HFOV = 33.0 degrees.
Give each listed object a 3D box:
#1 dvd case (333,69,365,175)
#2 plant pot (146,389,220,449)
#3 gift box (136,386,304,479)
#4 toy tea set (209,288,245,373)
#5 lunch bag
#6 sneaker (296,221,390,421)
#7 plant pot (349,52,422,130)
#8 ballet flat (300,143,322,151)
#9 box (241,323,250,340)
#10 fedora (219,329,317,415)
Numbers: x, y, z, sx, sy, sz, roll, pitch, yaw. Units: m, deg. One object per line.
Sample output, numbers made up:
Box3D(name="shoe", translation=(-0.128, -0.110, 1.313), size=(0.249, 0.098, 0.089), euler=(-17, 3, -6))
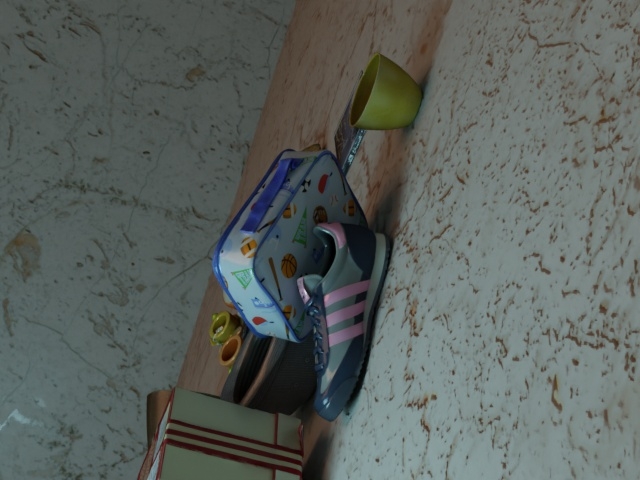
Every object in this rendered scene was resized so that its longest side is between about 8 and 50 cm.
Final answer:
Box3D(name="dvd case", translation=(0.069, -0.250, 2.296), size=(0.221, 0.018, 0.164), euler=(-93, 24, -61))
Box3D(name="plant pot", translation=(-0.316, 0.488, 2.520), size=(0.215, 0.215, 0.230), euler=(132, 148, -63))
Box3D(name="gift box", translation=(-0.147, 0.401, 1.701), size=(0.255, 0.258, 0.276), euler=(-88, 21, -53))
Box3D(name="toy tea set", translation=(-0.169, 0.191, 2.287), size=(0.200, 0.124, 0.336), euler=(-50, 31, 10))
Box3D(name="lunch bag", translation=(-0.045, -0.002, 1.790), size=(0.115, 0.243, 0.303), euler=(3, 49, 36))
Box3D(name="sneaker", translation=(0.012, 0.121, 1.706), size=(0.112, 0.131, 0.319), euler=(137, 149, -64))
Box3D(name="plant pot", translation=(0.118, -0.243, 1.860), size=(0.134, 0.095, 0.134), euler=(-161, 90, -79))
Box3D(name="ballet flat", translation=(-0.069, -0.105, 2.474), size=(0.123, 0.123, 0.349), euler=(122, 162, -50))
Box3D(name="box", translation=(-0.144, 0.212, 2.470), size=(0.183, 0.059, 0.233), euler=(127, 157, -53))
Box3D(name="fedora", translation=(-0.069, 0.219, 1.948), size=(0.275, 0.124, 0.244), euler=(-65, 13, 0))
